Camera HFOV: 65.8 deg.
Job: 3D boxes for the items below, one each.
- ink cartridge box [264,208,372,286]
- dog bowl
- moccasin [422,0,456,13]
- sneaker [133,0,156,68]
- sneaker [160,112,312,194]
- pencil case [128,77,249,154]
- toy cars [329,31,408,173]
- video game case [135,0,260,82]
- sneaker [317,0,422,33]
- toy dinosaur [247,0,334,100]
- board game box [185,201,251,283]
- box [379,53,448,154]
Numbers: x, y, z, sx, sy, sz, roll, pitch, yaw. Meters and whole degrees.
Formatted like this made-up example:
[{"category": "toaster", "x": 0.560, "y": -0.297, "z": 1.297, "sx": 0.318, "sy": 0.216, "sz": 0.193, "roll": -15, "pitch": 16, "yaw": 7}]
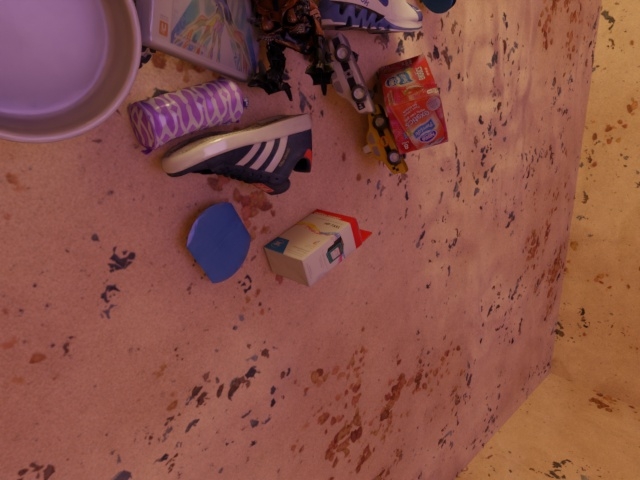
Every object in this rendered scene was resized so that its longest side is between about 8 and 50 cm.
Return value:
[{"category": "ink cartridge box", "x": 0.000, "y": 0.000, "z": 1.159, "sx": 0.231, "sy": 0.134, "sz": 0.078, "roll": -38, "pitch": 127, "yaw": -33}, {"category": "dog bowl", "x": -0.371, "y": -0.263, "z": 0.615, "sx": 0.264, "sy": 0.104, "sz": 0.265, "roll": -19, "pitch": 125, "yaw": -30}, {"category": "moccasin", "x": 0.281, "y": -0.742, "z": 1.212, "sx": 0.117, "sy": 0.137, "sz": 0.342, "roll": -53, "pitch": 135, "yaw": -27}, {"category": "sneaker", "x": -0.293, "y": -0.398, "z": 0.745, "sx": 0.106, "sy": 0.110, "sz": 0.276, "roll": -4, "pitch": 117, "yaw": -30}, {"category": "sneaker", "x": -0.138, "y": -0.148, "z": 0.969, "sx": 0.349, "sy": 0.131, "sz": 0.148, "roll": -26, "pitch": 116, "yaw": -39}, {"category": "pencil case", "x": -0.233, "y": -0.226, "z": 0.882, "sx": 0.206, "sy": 0.086, "sz": 0.088, "roll": -28, "pitch": 134, "yaw": -35}, {"category": "toy cars", "x": 0.104, "y": -0.305, "z": 1.195, "sx": 0.394, "sy": 0.087, "sz": 0.177, "roll": 50, "pitch": 25, "yaw": -43}, {"category": "video game case", "x": -0.175, "y": -0.438, "z": 0.808, "sx": 0.329, "sy": 0.036, "sz": 0.300, "roll": -22, "pitch": 122, "yaw": -70}, {"category": "sneaker", "x": 0.117, "y": -0.563, "z": 1.104, "sx": 0.315, "sy": 0.127, "sz": 0.183, "roll": -16, "pitch": 116, "yaw": -41}, {"category": "toy dinosaur", "x": -0.041, "y": -0.404, "z": 0.961, "sx": 0.321, "sy": 0.164, "sz": 0.219, "roll": 8, "pitch": 77, "yaw": -50}, {"category": "board game box", "x": -0.213, "y": 0.001, "z": 1.014, "sx": 0.133, "sy": 0.033, "sz": 0.169, "roll": -53, "pitch": 139, "yaw": -28}, {"category": "box", "x": 0.220, "y": -0.334, "z": 1.196, "sx": 0.257, "sy": 0.122, "sz": 0.128, "roll": -87, "pitch": 159, "yaw": -51}]
